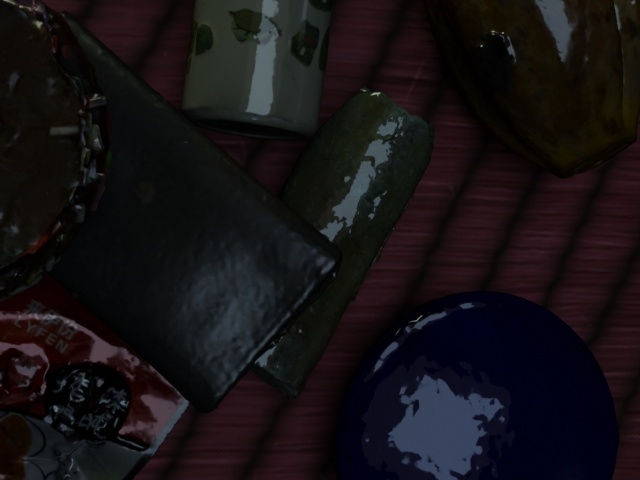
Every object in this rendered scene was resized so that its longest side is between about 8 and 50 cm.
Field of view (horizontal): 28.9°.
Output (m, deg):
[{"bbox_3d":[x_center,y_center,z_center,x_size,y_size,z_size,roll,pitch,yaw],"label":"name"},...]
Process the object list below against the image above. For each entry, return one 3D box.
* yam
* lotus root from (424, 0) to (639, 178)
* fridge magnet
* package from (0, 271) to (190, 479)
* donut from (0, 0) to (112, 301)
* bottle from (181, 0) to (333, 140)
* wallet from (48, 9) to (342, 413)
[{"bbox_3d":[0.000,0.000,1.061,0.106,0.106,0.259,31,82,-14],"label":"yam"},{"bbox_3d":[0.193,-0.196,1.080,0.193,0.193,0.291,-17,95,-16],"label":"lotus root"},{"bbox_3d":[0.137,0.177,1.098,0.265,0.112,0.265,0,90,-17],"label":"fridge magnet"},{"bbox_3d":[-0.241,0.166,1.017,0.194,0.071,0.269,37,68,-16],"label":"package"},{"bbox_3d":[-0.284,-0.074,0.946,0.270,0.103,0.269,0,84,3],"label":"donut"},{"bbox_3d":[-0.044,-0.216,1.040,0.120,0.120,0.253,9,87,-16],"label":"bottle"},{"bbox_3d":[-0.151,-0.026,1.001,0.321,0.044,0.170,41,90,8],"label":"wallet"}]
